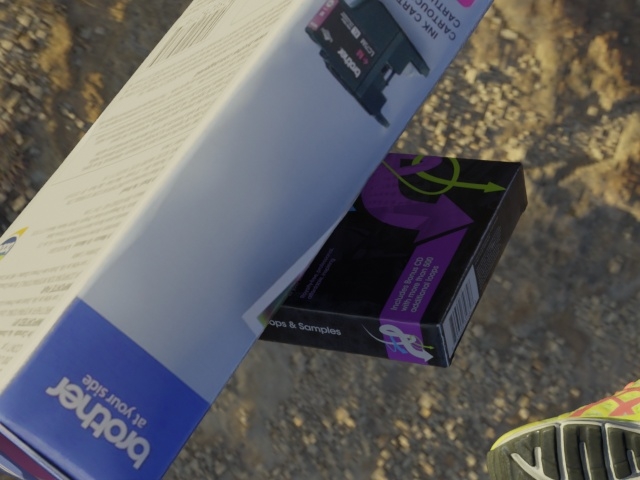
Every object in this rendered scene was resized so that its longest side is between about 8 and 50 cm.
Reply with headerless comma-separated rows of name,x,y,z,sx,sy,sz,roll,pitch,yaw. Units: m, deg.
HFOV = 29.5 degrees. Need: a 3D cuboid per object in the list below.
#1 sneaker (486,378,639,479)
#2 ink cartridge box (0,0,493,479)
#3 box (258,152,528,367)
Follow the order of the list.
sneaker,0.219,0.138,0.851,0.208,0.094,0.081,-10,108,6
ink cartridge box,-0.056,-0.012,0.434,0.065,0.186,0.311,44,67,-18
box,0.000,0.000,0.555,0.116,0.162,0.029,-57,143,-43
